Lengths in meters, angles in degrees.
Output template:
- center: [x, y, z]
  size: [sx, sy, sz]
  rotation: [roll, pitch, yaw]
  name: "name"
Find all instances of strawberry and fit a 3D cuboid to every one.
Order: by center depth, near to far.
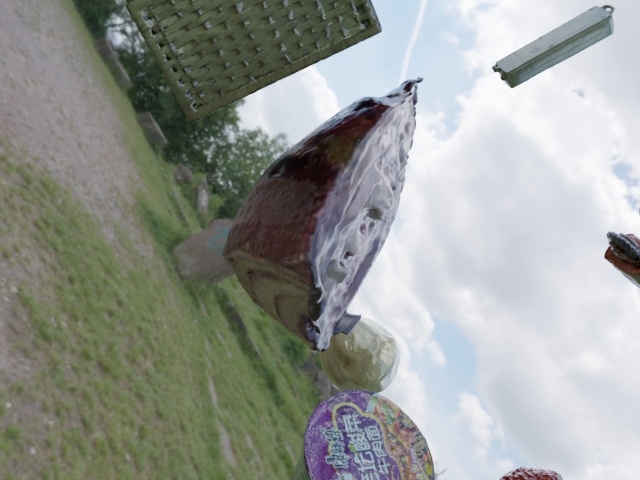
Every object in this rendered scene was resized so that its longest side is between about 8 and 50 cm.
- center: [0.396, 0.490, 0.884]
  size: [0.131, 0.148, 0.131]
  rotation: [35, 37, -32]
  name: "strawberry"

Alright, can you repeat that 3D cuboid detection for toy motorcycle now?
- center: [0.772, 0.078, 1.089]
  size: [0.298, 0.089, 0.171]
  rotation: [45, 10, 6]
  name: "toy motorcycle"

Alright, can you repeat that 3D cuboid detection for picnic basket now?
- center: [-0.065, -0.229, 0.451]
  size: [0.134, 0.196, 0.154]
  rotation: [-93, 158, -70]
  name: "picnic basket"

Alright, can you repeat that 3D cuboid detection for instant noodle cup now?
- center: [0.060, 0.441, 0.888]
  size: [0.251, 0.251, 0.190]
  rotation: [56, -40, 33]
  name: "instant noodle cup"

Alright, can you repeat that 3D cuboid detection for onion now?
- center: [0.007, -0.035, 0.513]
  size: [0.146, 0.280, 0.314]
  rotation: [21, -25, 16]
  name: "onion"

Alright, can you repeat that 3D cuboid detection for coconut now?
- center: [0.097, 0.293, 1.209]
  size: [0.224, 0.224, 0.224]
  rotation: [59, -12, 21]
  name: "coconut"

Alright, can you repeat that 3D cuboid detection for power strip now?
- center: [0.537, -0.444, 1.088]
  size: [0.052, 0.272, 0.078]
  rotation: [50, 20, -40]
  name: "power strip"
